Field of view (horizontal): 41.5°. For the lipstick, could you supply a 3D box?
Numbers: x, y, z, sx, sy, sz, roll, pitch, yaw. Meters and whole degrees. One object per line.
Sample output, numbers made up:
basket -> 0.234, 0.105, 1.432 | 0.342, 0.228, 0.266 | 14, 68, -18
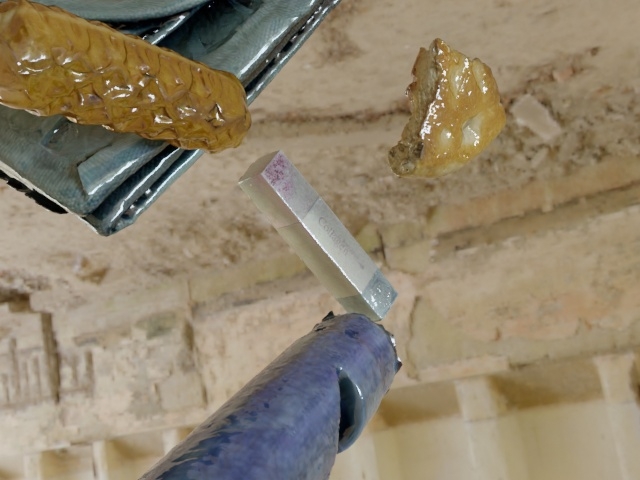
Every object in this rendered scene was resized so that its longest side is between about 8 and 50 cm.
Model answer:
lipstick -> 0.000, 0.000, 1.339 | 0.068, 0.317, 0.066 | -14, -147, 49

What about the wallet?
wallet -> -0.186, -0.166, 0.551 | 0.342, 0.237, 0.075 | 30, 154, 24

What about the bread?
bread -> -0.095, -0.076, 0.411 | 0.044, 0.052, 0.157 | -36, 154, 30

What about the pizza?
pizza -> 0.130, -0.143, 0.911 | 0.062, 0.161, 0.182 | 22, -133, 37

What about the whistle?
whistle -> -0.033, 0.099, 0.340 | 0.062, 0.062, 0.304 | -14, -173, 22
